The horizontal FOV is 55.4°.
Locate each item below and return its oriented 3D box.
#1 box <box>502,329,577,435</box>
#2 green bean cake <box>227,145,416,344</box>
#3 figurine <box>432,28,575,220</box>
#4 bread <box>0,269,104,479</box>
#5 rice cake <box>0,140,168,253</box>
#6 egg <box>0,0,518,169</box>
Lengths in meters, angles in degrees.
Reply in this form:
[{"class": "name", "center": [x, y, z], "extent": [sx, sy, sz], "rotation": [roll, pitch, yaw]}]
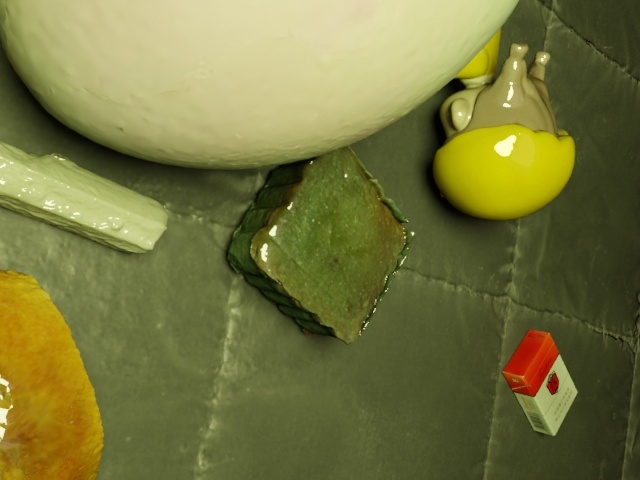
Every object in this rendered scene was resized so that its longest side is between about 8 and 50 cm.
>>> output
[{"class": "box", "center": [0.372, 0.239, 1.026], "extent": [0.100, 0.048, 0.152], "rotation": [-48, 117, -30]}, {"class": "green bean cake", "center": [0.000, 0.000, 0.682], "extent": [0.181, 0.094, 0.173], "rotation": [44, 66, -32]}, {"class": "figurine", "center": [0.215, -0.192, 0.808], "extent": [0.215, 0.187, 0.343], "rotation": [-27, 102, -48]}, {"class": "bread", "center": [-0.244, 0.140, 0.464], "extent": [0.129, 0.134, 0.260], "rotation": [-16, 102, -39]}, {"class": "rice cake", "center": [-0.246, -0.052, 0.510], "extent": [0.256, 0.052, 0.057], "rotation": [26, 46, -37]}, {"class": "egg", "center": [-0.077, -0.210, 0.469], "extent": [0.340, 0.354, 0.354], "rotation": [-37, 115, -12]}]
